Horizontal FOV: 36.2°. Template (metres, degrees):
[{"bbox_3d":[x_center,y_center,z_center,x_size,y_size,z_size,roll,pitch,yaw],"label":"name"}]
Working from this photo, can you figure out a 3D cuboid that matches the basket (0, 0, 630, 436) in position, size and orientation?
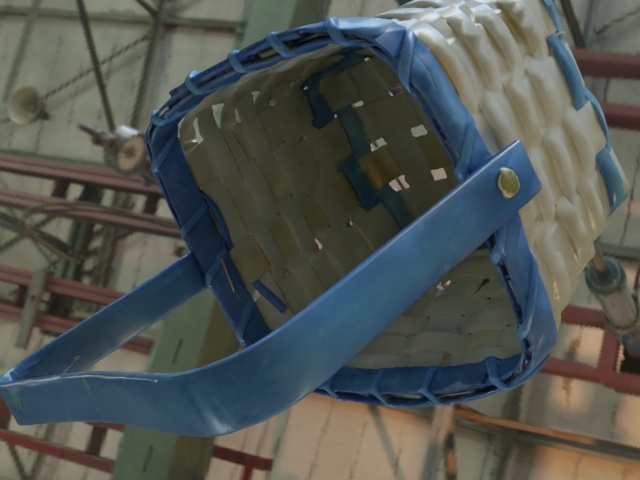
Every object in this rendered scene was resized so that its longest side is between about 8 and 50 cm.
[{"bbox_3d":[0.000,0.000,0.479,0.255,0.289,0.201,-9,-72,55],"label":"basket"}]
